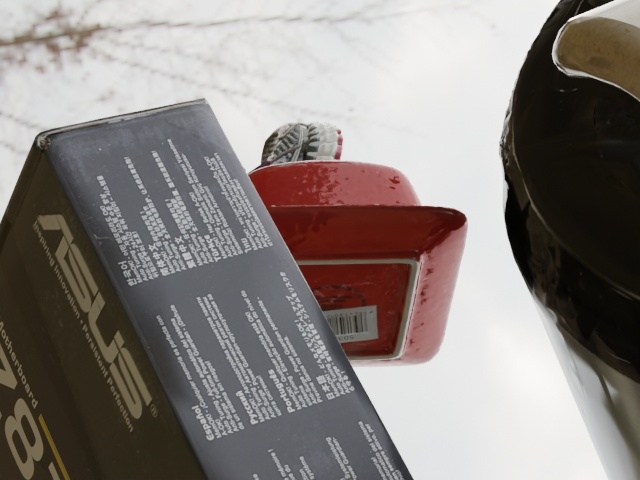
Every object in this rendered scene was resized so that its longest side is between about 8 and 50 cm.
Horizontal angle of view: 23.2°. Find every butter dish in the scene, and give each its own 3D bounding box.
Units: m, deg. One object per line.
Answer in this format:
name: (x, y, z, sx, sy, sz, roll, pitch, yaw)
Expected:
butter dish: (0.000, 0.000, 0.981, 0.160, 0.160, 0.118, 97, -11, -49)

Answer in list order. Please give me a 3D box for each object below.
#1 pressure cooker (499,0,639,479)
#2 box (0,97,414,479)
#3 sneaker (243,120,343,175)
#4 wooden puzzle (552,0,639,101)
pressure cooker: (0.306, 0.054, 0.789, 0.369, 0.375, 0.420, -6, -45, 25)
box: (-0.047, 0.187, 0.701, 0.395, 0.097, 0.318, 61, -36, 19)
sneaker: (-0.055, -0.009, 1.163, 0.299, 0.112, 0.121, -69, 176, -57)
wooden puzzle: (0.285, -0.020, 0.392, 0.348, 0.322, 0.080, 45, -37, 29)
